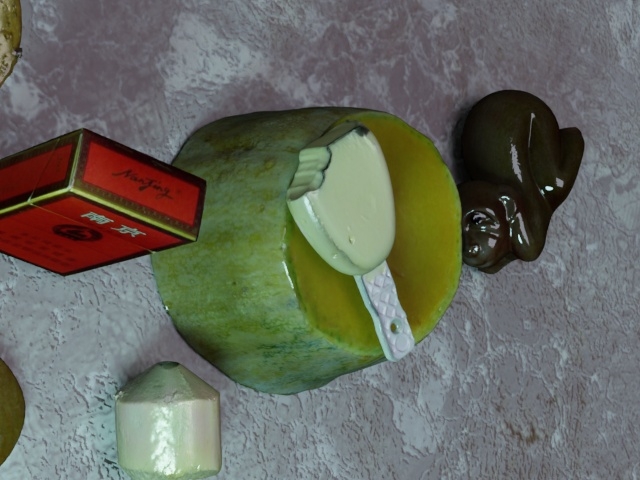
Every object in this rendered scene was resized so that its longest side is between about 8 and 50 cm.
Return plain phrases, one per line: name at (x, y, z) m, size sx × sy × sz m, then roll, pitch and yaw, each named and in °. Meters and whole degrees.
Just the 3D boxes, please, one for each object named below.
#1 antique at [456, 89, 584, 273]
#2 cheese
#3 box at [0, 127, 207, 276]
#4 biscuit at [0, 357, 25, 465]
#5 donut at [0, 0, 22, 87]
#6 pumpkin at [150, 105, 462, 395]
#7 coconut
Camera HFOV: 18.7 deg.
antique at (0.221, -0.071, 2.366) m, size 0.143 × 0.121 × 0.257 m, roll 37°, pitch 61°, yaw -21°
cheese at (0.042, 0.009, 2.016) m, size 0.127 × 0.050 × 0.255 m, roll -33°, pitch 110°, yaw -38°
box at (-0.241, -0.032, 1.898) m, size 0.153 × 0.239 × 0.074 m, roll 27°, pitch 64°, yaw -33°
biscuit at (-0.454, 0.188, 1.805) m, size 0.432 × 0.064 × 0.283 m, roll -11°, pitch 90°, yaw -40°
donut at (-0.425, -0.216, 1.861) m, size 0.277 × 0.108 × 0.278 m, roll 7°, pitch 78°, yaw -39°
pumpkin at (0.000, 0.000, 2.126) m, size 0.332 × 0.199 × 0.332 m, roll 5°, pitch 81°, yaw -35°
coconut at (-0.157, 0.186, 2.017) m, size 0.116 × 0.116 × 0.122 m, roll -2°, pitch 90°, yaw -40°
